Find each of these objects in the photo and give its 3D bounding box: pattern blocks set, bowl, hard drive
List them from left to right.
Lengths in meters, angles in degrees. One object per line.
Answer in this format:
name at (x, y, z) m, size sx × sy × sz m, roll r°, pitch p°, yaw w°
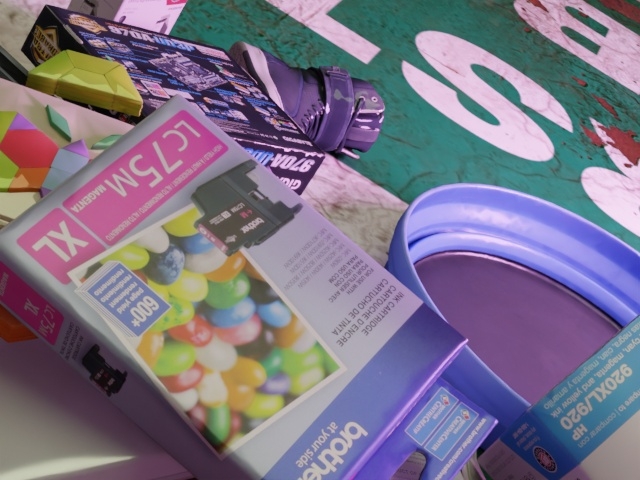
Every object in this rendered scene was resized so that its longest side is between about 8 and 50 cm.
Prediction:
pattern blocks set at (-0.179, -0.041, 0.998) m, size 0.325 × 0.026 × 0.285 m, roll 9°, pitch 44°, yaw -16°
hard drive at (-0.109, 0.078, 0.975) m, size 0.307 × 0.040 × 0.203 m, roll -9°, pitch 41°, yaw -24°
bowl at (0.231, 0.098, 1.329) m, size 0.391 × 0.077 × 0.391 m, roll 22°, pitch 31°, yaw -14°

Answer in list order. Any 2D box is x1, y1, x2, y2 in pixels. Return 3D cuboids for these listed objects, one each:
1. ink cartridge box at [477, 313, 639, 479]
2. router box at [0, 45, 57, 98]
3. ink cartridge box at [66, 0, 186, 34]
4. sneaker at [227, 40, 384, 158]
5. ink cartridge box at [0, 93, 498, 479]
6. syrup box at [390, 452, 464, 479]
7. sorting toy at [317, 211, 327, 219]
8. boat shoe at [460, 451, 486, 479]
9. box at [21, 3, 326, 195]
ink cartridge box at (0.266, 0.183, 1.046) m, size 0.168 × 0.171 × 0.232 m, roll -37°, pitch 78°, yaw -19°
router box at (-0.335, -0.098, 1.103) m, size 0.309 × 0.081 × 0.243 m, roll 42°, pitch 31°, yaw 18°
ink cartridge box at (-0.189, -0.211, 1.354) m, size 0.056 × 0.135 × 0.099 m, roll 45°, pitch 33°, yaw 18°
sneaker at (-0.006, -0.108, 1.417) m, size 0.163 × 0.086 × 0.226 m, roll 18°, pitch 33°, yaw -22°
ink cartridge box at (-0.040, 0.061, 0.908) m, size 0.311 × 0.065 × 0.186 m, roll 42°, pitch 53°, yaw 6°
syrup box at (0.029, 0.152, 1.043) m, size 0.096 × 0.093 × 0.237 m, roll 15°, pitch 33°, yaw -26°
sorting toy at (0.000, 0.000, 1.330) m, size 0.062 × 0.012 × 0.083 m, roll 6°, pitch 34°, yaw -44°
boat shoe at (0.106, 0.184, 1.124) m, size 0.046 × 0.038 × 0.125 m, roll 48°, pitch 18°, yaw -41°
box at (-0.122, -0.118, 1.228) m, size 0.220 × 0.051 × 0.175 m, roll 6°, pitch 34°, yaw -50°
